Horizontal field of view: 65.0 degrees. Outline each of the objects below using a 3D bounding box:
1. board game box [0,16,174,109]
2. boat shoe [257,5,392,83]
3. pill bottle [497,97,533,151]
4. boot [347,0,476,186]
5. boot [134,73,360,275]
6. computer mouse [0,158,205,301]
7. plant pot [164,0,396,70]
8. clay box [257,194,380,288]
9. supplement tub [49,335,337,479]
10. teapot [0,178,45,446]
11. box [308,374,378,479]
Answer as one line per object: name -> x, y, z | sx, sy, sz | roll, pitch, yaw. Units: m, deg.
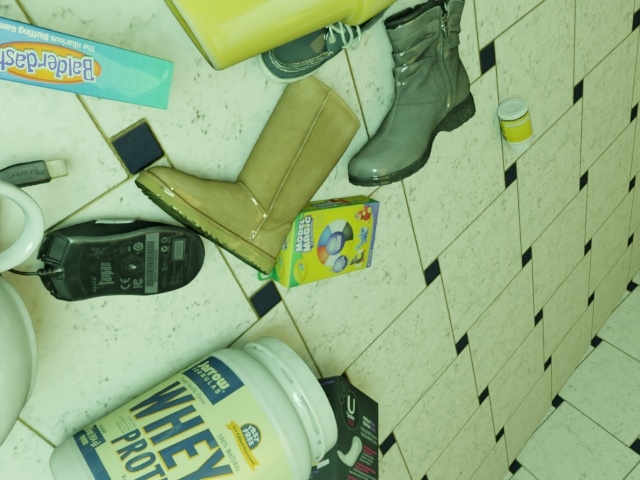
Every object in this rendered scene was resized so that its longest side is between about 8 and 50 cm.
board game box -> -0.261, -0.165, 0.437 | 0.210, 0.160, 0.047 | -1, 110, -43
boat shoe -> 0.022, -0.301, 0.680 | 0.254, 0.079, 0.095 | -39, 108, -24
pill bottle -> 0.439, -0.255, 1.125 | 0.065, 0.065, 0.116 | -50, 134, -14
boot -> 0.134, -0.252, 0.821 | 0.338, 0.118, 0.223 | -45, 132, -33
boot -> -0.086, -0.119, 0.685 | 0.236, 0.089, 0.269 | 39, 75, -40
computer mouse -> -0.268, -0.012, 0.578 | 0.262, 0.060, 0.184 | -11, 121, -27
plant pot -> -0.058, -0.310, 0.509 | 0.239, 0.254, 0.254 | -35, 132, -2
clay box -> 0.000, 0.000, 0.838 | 0.222, 0.053, 0.127 | -12, 117, -40
supplement tub -> -0.161, 0.298, 0.693 | 0.325, 0.235, 0.235 | -28, 126, -32
teapot -> -0.348, 0.102, 0.447 | 0.187, 0.256, 0.252 | -18, 89, -63
box -> 0.005, 0.396, 0.866 | 0.165, 0.143, 0.270 | 47, 37, -42
